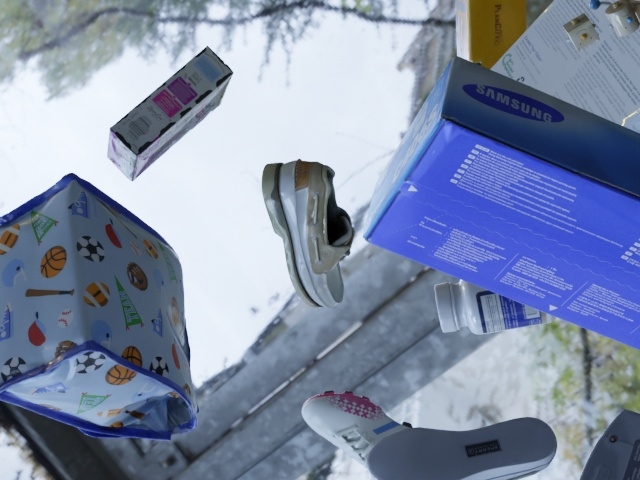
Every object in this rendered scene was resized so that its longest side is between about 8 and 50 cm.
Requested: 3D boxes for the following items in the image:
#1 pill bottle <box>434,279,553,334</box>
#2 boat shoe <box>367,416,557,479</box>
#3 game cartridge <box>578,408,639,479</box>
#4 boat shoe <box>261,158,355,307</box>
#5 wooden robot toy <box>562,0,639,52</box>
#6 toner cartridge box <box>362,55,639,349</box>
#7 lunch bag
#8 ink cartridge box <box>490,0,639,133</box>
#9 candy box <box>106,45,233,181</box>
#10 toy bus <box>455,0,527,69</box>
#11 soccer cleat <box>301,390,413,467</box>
[{"bbox_3d":[0.293,0.100,1.594,0.112,0.186,0.112,-10,-90,-80],"label":"pill bottle"},{"bbox_3d":[0.195,0.309,1.289,0.084,0.258,0.095,77,-171,-51],"label":"boat shoe"},{"bbox_3d":[0.485,0.406,1.418,0.196,0.060,0.294,19,-123,21],"label":"game cartridge"},{"bbox_3d":[0.000,0.000,1.474,0.302,0.103,0.113,68,-158,-45],"label":"boat shoe"},{"bbox_3d":[0.357,-0.246,1.021,0.079,0.173,0.076,55,-179,-24],"label":"wooden robot toy"},{"bbox_3d":[0.226,-0.008,0.761,0.347,0.165,0.075,22,-129,-7],"label":"toner cartridge box"},{"bbox_3d":[-0.348,0.136,1.544,0.385,0.238,0.328,37,-146,-54],"label":"lunch bag"},{"bbox_3d":[0.391,-0.249,1.242,0.071,0.330,0.324,28,-150,-28],"label":"ink cartridge box"},{"bbox_3d":[-0.267,-0.221,1.658,0.071,0.159,0.233,45,-109,-1],"label":"candy box"},{"bbox_3d":[0.303,-0.364,1.667,0.130,0.108,0.333,-101,6,-72],"label":"toy bus"},{"bbox_3d":[0.110,0.419,1.938,0.331,0.116,0.143,26,-146,-25],"label":"soccer cleat"}]
